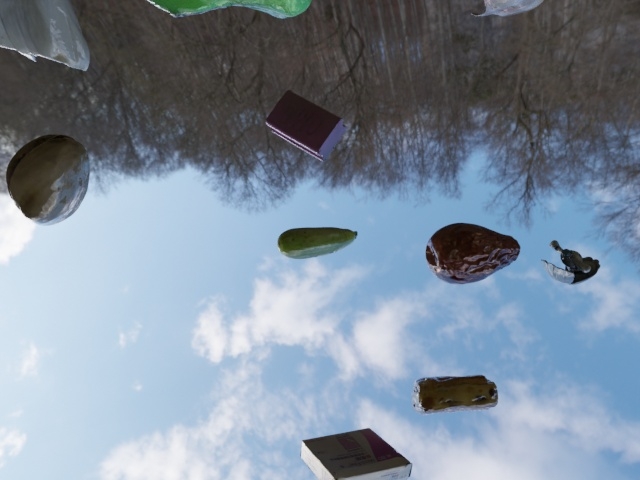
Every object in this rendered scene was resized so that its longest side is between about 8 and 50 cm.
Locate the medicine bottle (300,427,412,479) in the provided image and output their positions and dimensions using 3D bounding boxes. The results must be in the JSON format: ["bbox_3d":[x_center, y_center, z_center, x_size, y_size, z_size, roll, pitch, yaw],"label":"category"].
[{"bbox_3d":[0.078,0.503,0.968,0.171,0.200,0.052,9,-86,63],"label":"medicine bottle"}]

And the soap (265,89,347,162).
[{"bbox_3d":[-0.041,-0.318,1.169,0.203,0.065,0.122,34,-92,22],"label":"soap"}]

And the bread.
[{"bbox_3d":[0.348,0.412,1.141,0.210,0.235,0.099,-6,-114,3],"label":"bread"}]

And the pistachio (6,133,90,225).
[{"bbox_3d":[-0.427,-0.097,0.670,0.113,0.113,0.149,34,-89,42],"label":"pistachio"}]

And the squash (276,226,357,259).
[{"bbox_3d":[0.003,0.006,1.622,0.370,0.119,0.118,-4,-147,-34],"label":"squash"}]

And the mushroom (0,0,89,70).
[{"bbox_3d":[-0.432,-0.431,0.616,0.159,0.329,0.122,1,-156,-11],"label":"mushroom"}]

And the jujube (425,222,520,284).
[{"bbox_3d":[0.400,0.033,1.117,0.236,0.168,0.168,-5,-135,-7],"label":"jujube"}]

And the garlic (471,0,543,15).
[{"bbox_3d":[0.331,-0.451,0.751,0.124,0.099,0.174,26,-151,30],"label":"garlic"}]

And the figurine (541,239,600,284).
[{"bbox_3d":[0.497,0.047,0.844,0.082,0.086,0.094,-52,-166,7],"label":"figurine"}]

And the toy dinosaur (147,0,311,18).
[{"bbox_3d":[-0.228,-0.325,0.170,0.498,0.375,0.144,6,-145,-5],"label":"toy dinosaur"}]
